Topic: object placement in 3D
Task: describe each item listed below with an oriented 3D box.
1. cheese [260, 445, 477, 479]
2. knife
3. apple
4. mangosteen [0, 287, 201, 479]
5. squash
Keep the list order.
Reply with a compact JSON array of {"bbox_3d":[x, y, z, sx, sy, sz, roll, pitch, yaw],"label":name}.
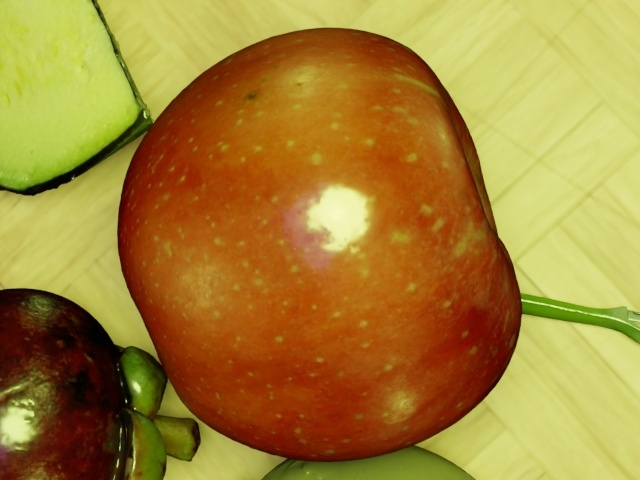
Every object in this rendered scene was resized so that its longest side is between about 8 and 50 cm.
[{"bbox_3d":[0.046,0.216,0.930,0.202,0.091,0.175,11,75,-20],"label":"cheese"},{"bbox_3d":[0.182,0.052,0.979,0.184,0.022,0.026,11,63,7],"label":"knife"},{"bbox_3d":[0.000,0.000,0.885,0.216,0.260,0.260,-17,86,11],"label":"apple"},{"bbox_3d":[-0.176,0.119,0.948,0.200,0.200,0.200,0,88,7],"label":"mangosteen"},{"bbox_3d":[-0.193,-0.126,1.016,0.184,0.085,0.192,-28,81,34],"label":"squash"}]
